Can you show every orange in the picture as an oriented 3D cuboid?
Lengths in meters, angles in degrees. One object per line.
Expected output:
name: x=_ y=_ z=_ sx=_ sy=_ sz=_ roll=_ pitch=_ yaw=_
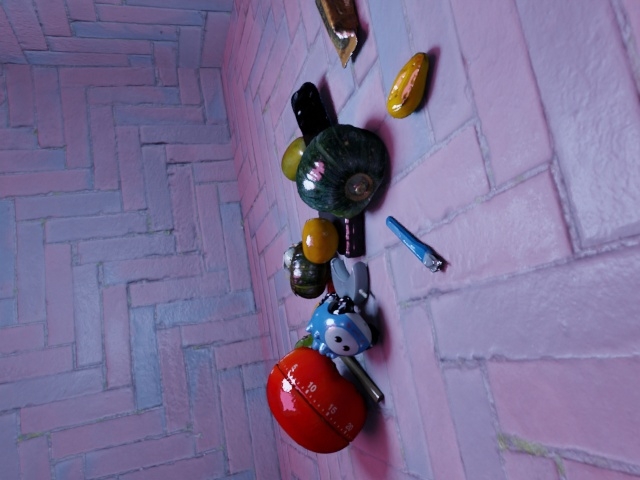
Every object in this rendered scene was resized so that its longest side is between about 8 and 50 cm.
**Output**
orange: x=0.000 y=0.000 z=1.566 sx=0.156 sy=0.123 sz=0.156 roll=175 pitch=90 yaw=-88

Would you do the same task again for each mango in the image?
mango: x=0.216 y=-0.374 z=1.137 sx=0.188 sy=0.066 sz=0.101 roll=112 pitch=155 yaw=-43
mango: x=-0.082 y=-0.333 z=1.865 sx=0.129 sy=0.146 sz=0.289 roll=39 pitch=153 yaw=-2

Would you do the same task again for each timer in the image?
timer: x=-0.019 y=0.566 z=1.653 sx=0.378 sy=0.279 sz=0.378 roll=44 pitch=170 yaw=10

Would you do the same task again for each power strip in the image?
power strip: x=0.106 y=0.146 z=1.614 sx=0.253 sy=0.054 sz=0.168 roll=-169 pitch=71 yaw=-70

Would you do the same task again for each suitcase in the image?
suitcase: x=0.066 y=-0.059 z=1.642 sx=0.285 sy=0.066 sz=0.207 roll=-156 pitch=61 yaw=-68

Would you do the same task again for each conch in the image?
conch: x=-0.087 y=0.072 z=2.050 sx=0.153 sy=0.102 sz=0.135 roll=18 pitch=114 yaw=22

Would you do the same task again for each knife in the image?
knife: x=0.243 y=0.003 z=1.237 sx=0.297 sy=0.026 sz=0.044 roll=-123 pitch=35 yaw=-56

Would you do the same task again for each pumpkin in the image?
pumpkin: x=-0.049 y=0.114 z=1.803 sx=0.238 sy=0.159 sz=0.238 roll=6 pitch=-90 yaw=-80
pumpkin: x=0.034 y=-0.220 z=1.409 sx=0.293 sy=0.196 sz=0.264 roll=-58 pitch=33 yaw=34

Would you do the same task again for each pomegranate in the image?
pomegranate: x=-0.036 y=0.479 z=1.996 sx=0.191 sy=0.151 sz=0.131 roll=76 pitch=170 yaw=-60

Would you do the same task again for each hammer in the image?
hammer: x=0.116 y=0.448 z=1.664 sx=0.111 sy=0.043 sz=0.365 roll=-54 pitch=36 yaw=3

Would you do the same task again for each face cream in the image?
face cream: x=-0.135 y=0.096 z=2.198 sx=0.070 sy=0.114 sz=0.224 roll=40 pitch=148 yaw=26

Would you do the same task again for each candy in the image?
candy: x=0.058 y=-0.686 z=1.436 sx=0.143 sy=0.101 sz=0.272 roll=138 pitch=118 yaw=-73

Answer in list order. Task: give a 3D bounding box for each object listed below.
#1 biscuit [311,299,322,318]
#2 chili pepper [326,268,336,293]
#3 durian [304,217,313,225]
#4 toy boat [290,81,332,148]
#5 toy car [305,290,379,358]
biscuit: x=0.037 y=0.297 z=1.733 sx=0.170 sy=0.050 sz=0.171 roll=-3 pitch=86 yaw=37
chili pepper: x=0.053 y=0.197 z=1.778 sx=0.059 sy=0.050 sz=0.191 roll=5 pitch=109 yaw=53
durian: x=-0.030 y=-0.052 z=1.889 sx=0.091 sy=0.080 sz=0.080 roll=75 pitch=-173 yaw=-84
toy boat: x=-0.006 y=-0.433 z=1.712 sx=0.134 sy=0.092 sz=0.299 roll=-30 pitch=71 yaw=36
toy car: x=0.055 y=0.295 z=1.525 sx=0.189 sy=0.190 sz=0.255 roll=51 pitch=164 yaw=-17
